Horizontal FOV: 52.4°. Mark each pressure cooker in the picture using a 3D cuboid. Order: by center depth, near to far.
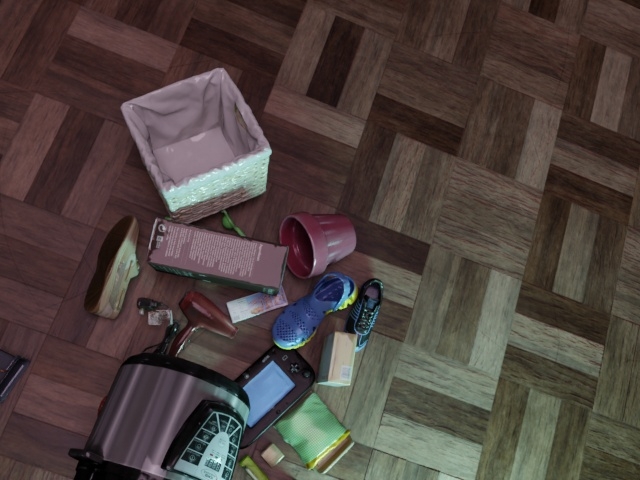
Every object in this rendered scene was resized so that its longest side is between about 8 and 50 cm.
[{"bbox_3d":[-0.393,0.537,1.616,0.369,0.376,0.421,17,60,2],"label":"pressure cooker"}]

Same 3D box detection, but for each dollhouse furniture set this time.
[{"bbox_3d":[-0.054,0.591,1.826,0.301,0.151,0.198,-41,87,-18],"label":"dollhouse furniture set"}]

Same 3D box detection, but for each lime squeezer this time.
[{"bbox_3d":[-0.312,-0.050,1.985,0.310,0.059,0.110,23,73,-6],"label":"lime squeezer"}]

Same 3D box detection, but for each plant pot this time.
[{"bbox_3d":[0.000,0.000,1.974,0.180,0.201,0.202,-16,79,-30],"label":"plant pot"}]

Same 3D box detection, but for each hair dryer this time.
[{"bbox_3d":[-0.387,0.260,1.899,0.293,0.080,0.224,-4,93,-7],"label":"hair dryer"}]

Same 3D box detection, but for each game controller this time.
[{"bbox_3d":[-0.169,0.445,1.885,0.319,0.067,0.166,-41,87,-18],"label":"game controller"}]

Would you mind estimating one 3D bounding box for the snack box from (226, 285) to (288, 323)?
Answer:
[{"bbox_3d":[-0.191,0.192,1.966,0.178,0.022,0.064,-17,79,-15],"label":"snack box"}]

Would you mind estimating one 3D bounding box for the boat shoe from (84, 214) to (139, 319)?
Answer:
[{"bbox_3d":[-0.582,0.077,1.885,0.098,0.109,0.303,32,66,-44],"label":"boat shoe"}]

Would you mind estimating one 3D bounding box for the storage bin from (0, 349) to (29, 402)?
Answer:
[{"bbox_3d":[-0.875,0.356,1.756,0.091,0.098,0.135,27,72,7],"label":"storage bin"}]

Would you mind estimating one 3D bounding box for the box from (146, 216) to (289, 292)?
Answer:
[{"bbox_3d":[-0.291,0.053,1.879,0.380,0.191,0.143,11,79,-4],"label":"box"}]

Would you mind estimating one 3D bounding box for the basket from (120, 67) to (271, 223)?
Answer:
[{"bbox_3d":[-0.355,-0.259,1.890,0.331,0.266,0.329,-24,69,-17],"label":"basket"}]

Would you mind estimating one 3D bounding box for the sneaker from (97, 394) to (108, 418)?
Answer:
[{"bbox_3d":[-0.552,0.534,1.786,0.092,0.088,0.226,-14,81,-31],"label":"sneaker"}]

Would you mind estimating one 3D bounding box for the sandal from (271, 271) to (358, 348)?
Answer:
[{"bbox_3d":[-0.019,0.193,1.933,0.317,0.138,0.126,-41,72,-19],"label":"sandal"}]

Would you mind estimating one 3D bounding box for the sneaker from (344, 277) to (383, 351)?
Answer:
[{"bbox_3d":[0.134,0.223,1.988,0.081,0.090,0.233,18,73,-7],"label":"sneaker"}]

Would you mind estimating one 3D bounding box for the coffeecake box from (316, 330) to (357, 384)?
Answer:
[{"bbox_3d":[0.045,0.347,1.889,0.068,0.185,0.143,11,75,-8],"label":"coffeecake box"}]
